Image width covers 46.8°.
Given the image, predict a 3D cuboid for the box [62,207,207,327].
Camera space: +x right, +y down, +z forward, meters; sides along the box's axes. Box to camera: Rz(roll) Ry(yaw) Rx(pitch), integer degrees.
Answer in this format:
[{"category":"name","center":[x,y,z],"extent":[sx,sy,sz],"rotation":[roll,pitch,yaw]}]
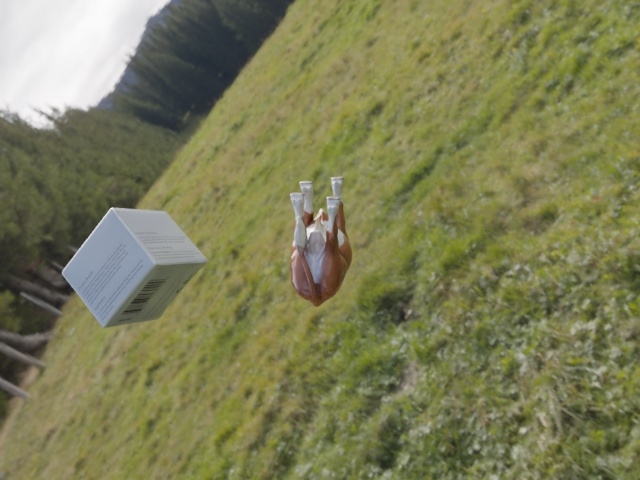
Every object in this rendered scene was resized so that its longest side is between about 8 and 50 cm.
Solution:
[{"category":"box","center":[-0.205,0.029,0.821],"extent":[0.101,0.087,0.102],"rotation":[-48,-17,17]}]

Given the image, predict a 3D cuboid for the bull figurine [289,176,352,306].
[{"category":"bull figurine","center":[0.000,0.000,1.222],"extent":[0.310,0.101,0.188],"rotation":[-94,2,-76]}]
